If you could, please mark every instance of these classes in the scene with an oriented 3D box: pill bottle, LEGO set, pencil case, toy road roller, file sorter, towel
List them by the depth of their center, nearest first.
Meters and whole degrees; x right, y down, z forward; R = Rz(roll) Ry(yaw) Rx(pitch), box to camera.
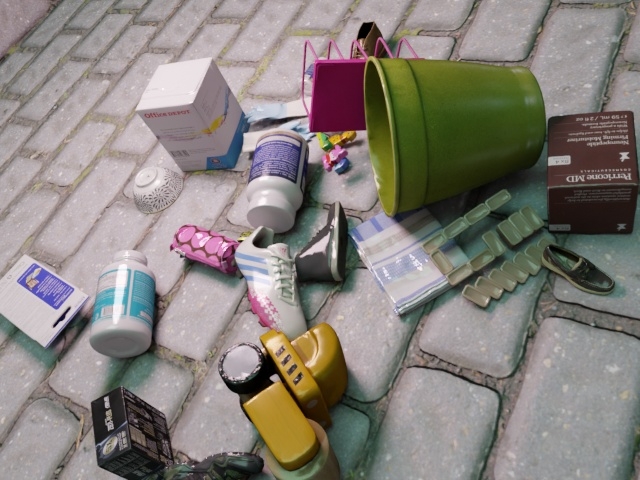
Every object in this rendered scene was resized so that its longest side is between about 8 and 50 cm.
[{"bbox_3d":[-0.030,0.311,1.113,0.240,0.202,0.329,-30,49,-13],"label":"toy road roller"},{"bbox_3d":[0.205,0.025,1.328,0.209,0.034,0.285,-29,50,-1],"label":"towel"},{"bbox_3d":[-0.502,0.155,1.457,0.146,0.146,0.264,-17,51,11],"label":"pill bottle"},{"bbox_3d":[-0.299,0.025,1.504,0.209,0.095,0.098,15,28,33],"label":"pencil case"},{"bbox_3d":[-0.116,-0.160,1.520,0.153,0.153,0.265,-7,53,18],"label":"pill bottle"},{"bbox_3d":[0.103,-0.432,1.537,0.290,0.202,0.182,-5,45,-12],"label":"file sorter"},{"bbox_3d":[0.052,-0.276,1.575,0.093,0.087,0.227,-31,48,19],"label":"LEGO set"},{"bbox_3d":[-0.015,-0.524,1.801,0.067,0.067,0.120,17,64,32],"label":"pill bottle"}]

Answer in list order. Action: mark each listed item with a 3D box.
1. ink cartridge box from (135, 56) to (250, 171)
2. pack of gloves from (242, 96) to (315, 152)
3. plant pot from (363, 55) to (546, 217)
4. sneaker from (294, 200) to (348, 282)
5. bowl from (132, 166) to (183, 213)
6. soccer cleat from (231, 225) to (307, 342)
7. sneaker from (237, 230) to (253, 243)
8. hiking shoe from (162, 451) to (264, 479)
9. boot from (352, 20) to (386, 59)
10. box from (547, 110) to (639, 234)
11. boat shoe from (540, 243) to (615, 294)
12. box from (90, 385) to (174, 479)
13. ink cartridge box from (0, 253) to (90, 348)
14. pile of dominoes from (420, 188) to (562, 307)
[{"bbox_3d":[-0.375,-0.373,1.709,0.198,0.270,0.197,0,56,22],"label":"ink cartridge box"},{"bbox_3d":[-0.127,-0.369,1.727,0.232,0.046,0.195,-8,55,6],"label":"pack of gloves"},{"bbox_3d":[0.306,-0.258,1.309,0.352,0.366,0.367,-8,52,-1],"label":"plant pot"},{"bbox_3d":[0.000,0.000,1.399,0.118,0.083,0.222,-7,55,19],"label":"sneaker"},{"bbox_3d":[-0.519,-0.174,1.748,0.170,0.080,0.170,-12,51,15],"label":"bowl"},{"bbox_3d":[-0.107,0.093,1.334,0.143,0.116,0.331,-51,49,16],"label":"soccer cleat"},{"bbox_3d":[-0.184,-0.011,1.518,0.083,0.031,0.035,-2,55,22],"label":"sneaker"},{"bbox_3d":[-0.211,0.494,1.140,0.226,0.086,0.114,-18,64,17],"label":"hiking shoe"},{"bbox_3d":[0.119,-0.546,1.731,0.112,0.115,0.305,6,59,24],"label":"boot"},{"bbox_3d":[0.574,-0.142,1.206,0.168,0.167,0.203,0,56,23],"label":"box"},{"bbox_3d":[0.522,0.058,1.151,0.152,0.049,0.056,29,71,27],"label":"boat shoe"},{"bbox_3d":[-0.394,0.416,1.196,0.077,0.180,0.147,-28,51,0],"label":"box"},{"bbox_3d":[-0.802,0.176,1.622,0.371,0.069,0.176,20,65,36],"label":"ink cartridge box"},{"bbox_3d":[0.377,0.022,1.243,0.251,0.040,0.196,-33,71,-4],"label":"pile of dominoes"}]
